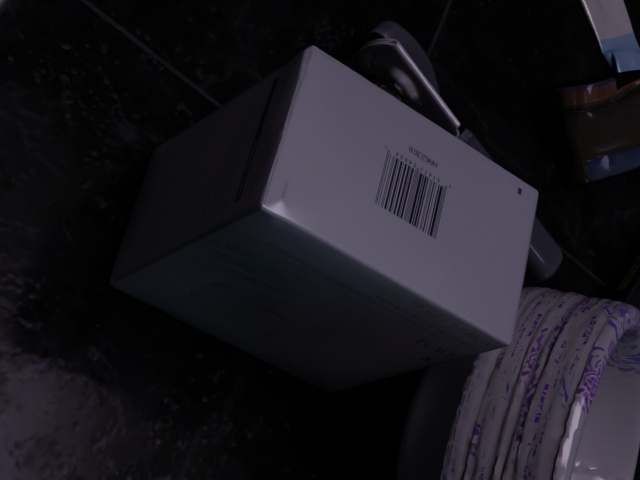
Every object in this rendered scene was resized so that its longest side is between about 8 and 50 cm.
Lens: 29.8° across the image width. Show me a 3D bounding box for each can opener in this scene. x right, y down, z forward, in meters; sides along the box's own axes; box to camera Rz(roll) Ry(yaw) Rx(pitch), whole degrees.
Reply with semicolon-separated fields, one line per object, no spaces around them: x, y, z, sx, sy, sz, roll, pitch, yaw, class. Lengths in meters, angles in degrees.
0.135;-0.086;1.143;0.283;0.076;0.095;50;52;-13;can opener

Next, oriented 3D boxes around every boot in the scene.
0.334;-0.130;1.317;0.219;0.082;0.106;-14;102;-35;boot

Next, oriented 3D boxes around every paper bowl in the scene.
0.161;0.178;0.975;0.284;0.148;0.284;-33;127;-57;paper bowl

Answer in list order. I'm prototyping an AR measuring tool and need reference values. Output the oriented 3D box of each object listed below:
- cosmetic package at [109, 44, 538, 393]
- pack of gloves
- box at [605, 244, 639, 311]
0.000;0.000;0.912;0.224;0.225;0.138;29;61;-26;cosmetic package
0.403;-0.232;1.418;0.195;0.046;0.232;-16;84;-40;pack of gloves
0.397;0.086;1.285;0.190;0.045;0.184;51;49;-10;box
